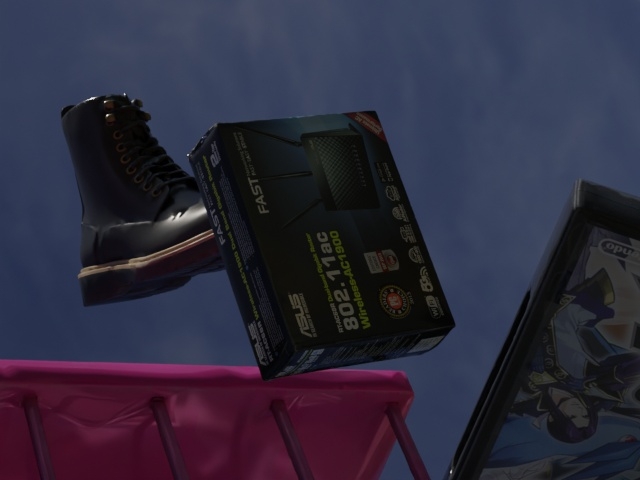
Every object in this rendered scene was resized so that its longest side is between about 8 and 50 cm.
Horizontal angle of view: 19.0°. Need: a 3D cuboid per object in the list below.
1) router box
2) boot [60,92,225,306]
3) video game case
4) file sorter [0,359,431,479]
[{"bbox_3d":[0.000,0.000,0.907,0.092,0.038,0.122,-8,-113,-32],"label":"router box"},{"bbox_3d":[-0.102,-0.041,1.191,0.077,0.198,0.137,-6,-98,-44],"label":"boot"},{"bbox_3d":[0.213,0.115,0.952,0.275,0.248,0.035,18,-144,-2],"label":"video game case"},{"bbox_3d":[-0.089,0.197,0.967,0.291,0.202,0.182,3,-142,-24],"label":"file sorter"}]
